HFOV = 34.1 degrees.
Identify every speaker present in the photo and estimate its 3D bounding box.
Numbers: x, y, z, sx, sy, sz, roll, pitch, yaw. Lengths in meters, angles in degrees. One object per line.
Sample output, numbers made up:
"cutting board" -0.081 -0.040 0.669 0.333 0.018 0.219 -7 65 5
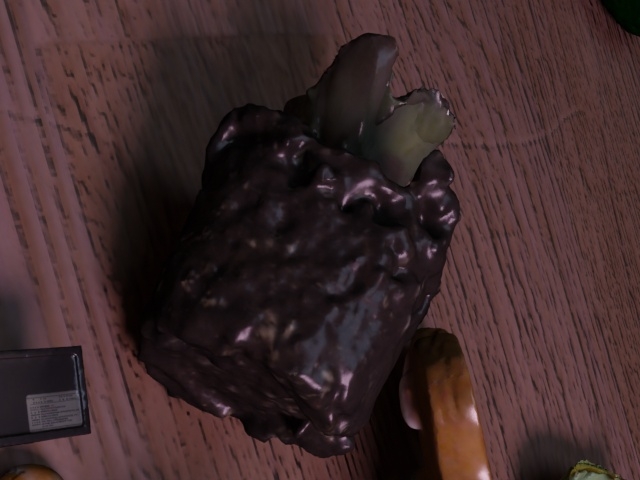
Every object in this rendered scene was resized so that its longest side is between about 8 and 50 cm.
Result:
"speaker" -0.176 0.065 0.382 0.191 0.046 0.040 2 77 -48

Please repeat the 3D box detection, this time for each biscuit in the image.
"biscuit" 0.091 0.215 0.572 0.216 0.047 0.340 35 42 -83

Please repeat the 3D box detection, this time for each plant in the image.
"plant" 0.000 0.000 0.533 0.142 0.131 0.203 93 16 -62

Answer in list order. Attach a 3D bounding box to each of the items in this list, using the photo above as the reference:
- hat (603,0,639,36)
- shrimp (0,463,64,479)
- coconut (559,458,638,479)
"hat" 0.295 -0.358 0.908 0.400 0.285 0.285 28 57 -45
"shrimp" -0.127 0.147 0.433 0.059 0.023 0.108 42 49 -44
"coconut" 0.203 0.225 0.760 0.133 0.055 0.158 -46 114 -48
